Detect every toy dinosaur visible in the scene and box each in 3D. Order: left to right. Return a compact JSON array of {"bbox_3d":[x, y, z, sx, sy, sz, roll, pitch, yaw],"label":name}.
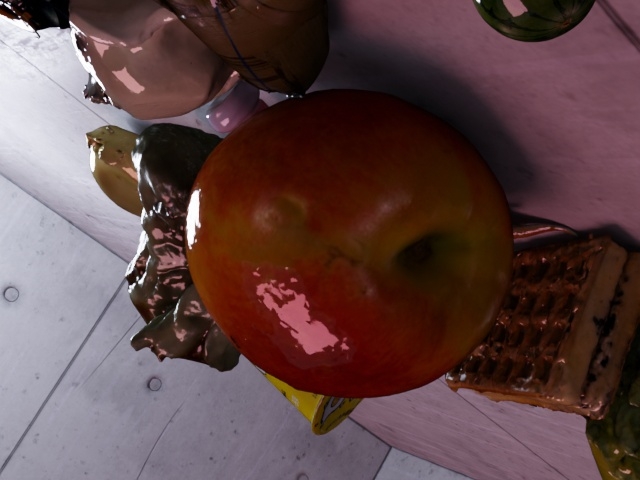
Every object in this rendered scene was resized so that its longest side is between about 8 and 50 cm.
[{"bbox_3d":[0.221,-0.015,1.355,0.212,0.057,0.142,26,169,11],"label":"toy dinosaur"}]

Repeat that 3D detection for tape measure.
[{"bbox_3d":[-0.398,-0.357,1.304,0.223,0.135,0.202,25,175,31],"label":"tape measure"}]

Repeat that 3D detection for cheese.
[{"bbox_3d":[-0.315,-0.116,1.963,0.316,0.128,0.260,34,159,-35],"label":"cheese"}]

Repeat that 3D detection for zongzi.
[{"bbox_3d":[-0.012,-0.226,1.002,0.289,0.123,0.260,14,163,38],"label":"zongzi"}]

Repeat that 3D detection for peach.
[{"bbox_3d":[0.021,0.002,1.208,0.388,0.388,0.388,29,165,8],"label":"peach"}]

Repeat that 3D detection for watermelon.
[{"bbox_3d":[0.158,-0.203,0.775,0.109,0.109,0.109,29,165,8],"label":"watermelon"}]

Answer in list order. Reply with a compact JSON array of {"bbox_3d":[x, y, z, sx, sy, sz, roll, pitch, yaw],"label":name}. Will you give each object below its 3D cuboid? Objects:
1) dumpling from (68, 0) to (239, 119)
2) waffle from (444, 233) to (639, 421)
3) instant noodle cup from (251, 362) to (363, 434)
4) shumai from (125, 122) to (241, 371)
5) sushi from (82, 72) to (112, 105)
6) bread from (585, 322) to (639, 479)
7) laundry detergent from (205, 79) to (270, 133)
[{"bbox_3d":[-0.173,-0.249,1.236,0.243,0.187,0.318,-11,171,8],"label":"dumpling"},{"bbox_3d":[0.282,0.112,1.323,0.091,0.212,0.308,25,168,-13],"label":"waffle"},{"bbox_3d":[-0.005,0.166,1.947,0.254,0.325,0.325,35,167,18],"label":"instant noodle cup"},{"bbox_3d":[-0.172,0.032,1.605,0.397,0.323,0.324,36,-162,-8],"label":"shumai"},{"bbox_3d":[-0.284,-0.238,1.525,0.226,0.103,0.097,11,158,34],"label":"sushi"},{"bbox_3d":[0.478,0.255,1.394,0.208,0.251,0.376,6,154,22],"label":"bread"},{"bbox_3d":[-0.013,-0.086,1.414,0.335,0.159,0.088,41,-168,-19],"label":"laundry detergent"}]
